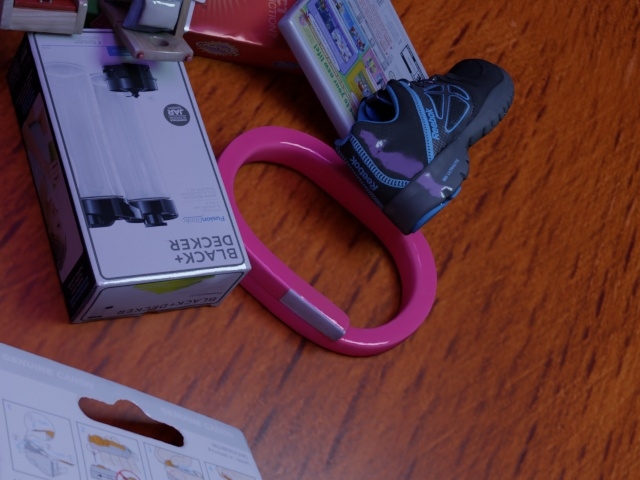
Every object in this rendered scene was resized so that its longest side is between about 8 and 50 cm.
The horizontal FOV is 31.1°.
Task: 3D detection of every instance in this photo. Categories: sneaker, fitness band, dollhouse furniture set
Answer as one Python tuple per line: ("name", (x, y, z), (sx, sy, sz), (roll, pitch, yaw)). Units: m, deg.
("sneaker", (0.128, -0.150, 1.348), (0.140, 0.125, 0.341), (42, 36, -6))
("fitness band", (0.000, 0.000, 1.263), (0.291, 0.054, 0.209), (41, 47, -5))
("dollhouse furniture set", (-0.215, -0.262, 1.123), (0.184, 0.129, 0.129), (-2, 36, -31))

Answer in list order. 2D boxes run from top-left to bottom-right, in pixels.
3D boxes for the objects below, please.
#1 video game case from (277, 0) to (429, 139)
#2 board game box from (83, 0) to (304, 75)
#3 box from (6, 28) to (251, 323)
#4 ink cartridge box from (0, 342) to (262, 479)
("video game case", (0.047, -0.221, 1.377), (0.212, 0.023, 0.193), (59, 44, -27))
("board game box", (-0.147, -0.337, 1.324), (0.317, 0.064, 0.242), (6, 76, -28))
("box", (-0.196, -0.071, 1.159), (0.169, 0.087, 0.290), (-4, 65, -33))
("ink cartridge box", (-0.149, 0.284, 0.918), (0.308, 0.091, 0.385), (28, 27, -40))
